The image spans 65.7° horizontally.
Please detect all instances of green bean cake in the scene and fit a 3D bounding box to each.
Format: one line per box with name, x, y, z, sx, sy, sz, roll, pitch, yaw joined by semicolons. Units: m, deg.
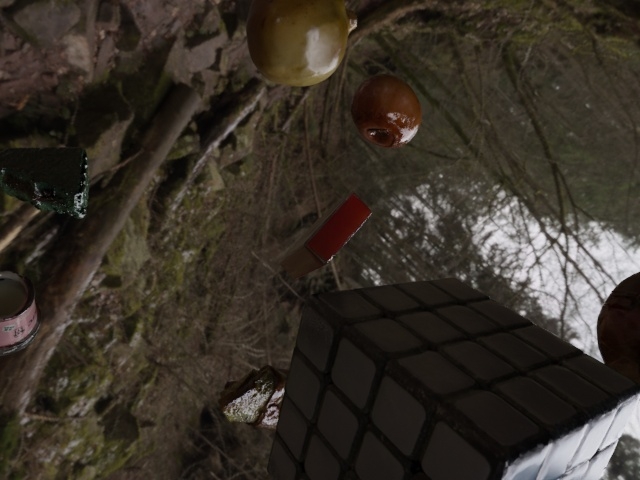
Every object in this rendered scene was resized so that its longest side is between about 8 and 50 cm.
green bean cake;-0.685;-0.140;1.227;0.107;0.209;0.193;108;-27;-44

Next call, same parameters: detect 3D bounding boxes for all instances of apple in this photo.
apple;0.195;-0.378;1.491;0.210;0.235;0.173;-13;-133;54

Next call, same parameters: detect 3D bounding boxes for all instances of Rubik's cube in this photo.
Rubik's cube;0.164;0.279;0.707;0.345;0.344;0.336;-3;115;-37

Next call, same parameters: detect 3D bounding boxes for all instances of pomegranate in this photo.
pomegranate;-0.047;-0.435;1.015;0.233;0.233;0.233;-44;-176;4

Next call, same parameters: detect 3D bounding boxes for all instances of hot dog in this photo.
hot dog;-0.095;0.303;0.964;0.093;0.262;0.123;18;-100;49

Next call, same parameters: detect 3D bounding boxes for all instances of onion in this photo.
onion;0.813;0.225;1.151;0.353;0.353;0.353;-44;-176;4

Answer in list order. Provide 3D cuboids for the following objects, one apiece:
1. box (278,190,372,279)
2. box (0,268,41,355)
box;0.000;0.000;0.855;0.123;0.050;0.229;-47;-176;-18
box;-0.671;0.144;1.042;0.151;0.151;0.135;-49;174;-48
